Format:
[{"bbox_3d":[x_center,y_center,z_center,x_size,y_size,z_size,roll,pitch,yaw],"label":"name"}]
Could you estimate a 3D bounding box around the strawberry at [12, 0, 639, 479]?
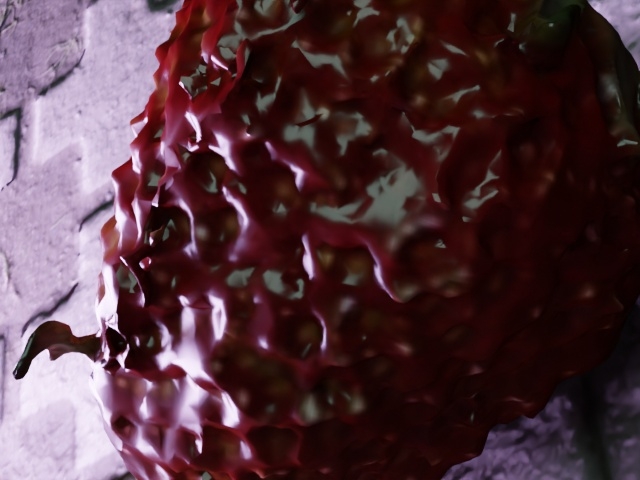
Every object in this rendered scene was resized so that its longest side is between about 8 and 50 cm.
[{"bbox_3d":[-0.002,-0.001,0.655,0.343,0.292,0.292,-48,42,7],"label":"strawberry"}]
